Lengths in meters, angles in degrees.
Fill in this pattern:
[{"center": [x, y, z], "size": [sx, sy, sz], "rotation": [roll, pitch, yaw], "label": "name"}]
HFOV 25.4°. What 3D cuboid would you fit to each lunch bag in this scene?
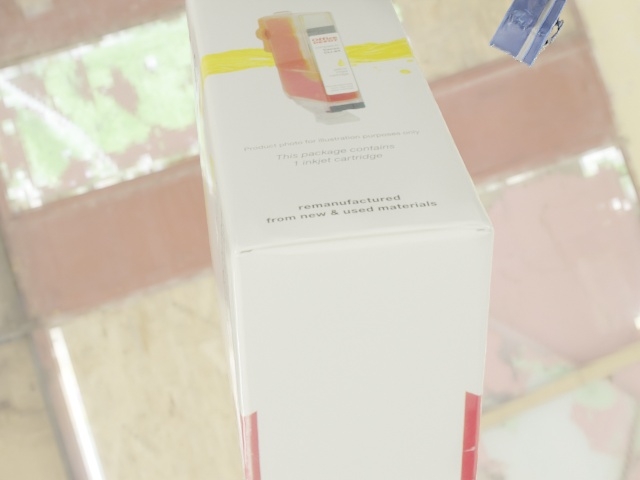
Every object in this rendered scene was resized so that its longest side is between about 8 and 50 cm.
[{"center": [0.248, -0.254, 1.661], "size": [0.098, 0.065, 0.067], "rotation": [-57, 176, -42], "label": "lunch bag"}]

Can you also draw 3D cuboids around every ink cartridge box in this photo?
[{"center": [0.000, 0.000, 1.040], "size": [0.160, 0.279, 0.384], "rotation": [-6, -145, -5], "label": "ink cartridge box"}]
